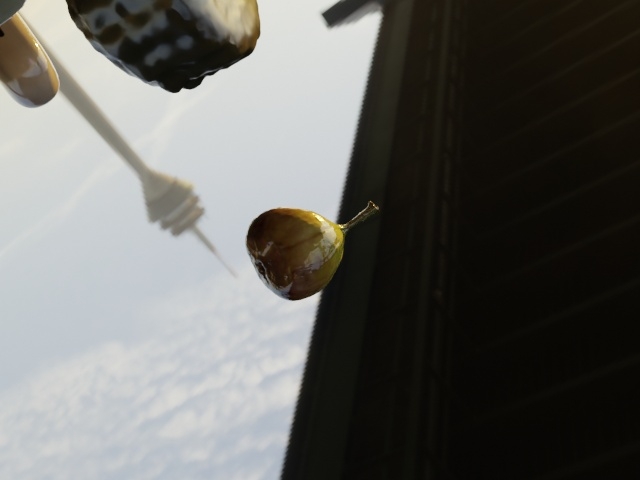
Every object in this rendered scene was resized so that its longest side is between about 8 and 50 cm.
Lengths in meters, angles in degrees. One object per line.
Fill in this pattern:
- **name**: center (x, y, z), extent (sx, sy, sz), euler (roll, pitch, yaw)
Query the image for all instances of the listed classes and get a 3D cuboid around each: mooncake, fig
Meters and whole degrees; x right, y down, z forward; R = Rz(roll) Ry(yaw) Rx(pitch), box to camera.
- **mooncake**: center (-0.156, -0.258, 0.992), extent (0.124, 0.228, 0.228), euler (-21, -151, 20)
- **fig**: center (-0.008, 0.000, 1.690), extent (0.231, 0.160, 0.143), euler (-28, 167, 4)

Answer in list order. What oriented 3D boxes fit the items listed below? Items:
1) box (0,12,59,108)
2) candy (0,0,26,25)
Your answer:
- **box**: center (-0.494, -0.303, 1.638), extent (0.088, 0.200, 0.146), euler (-34, 168, -8)
- **candy**: center (-0.447, -0.365, 1.189), extent (0.296, 0.295, 0.185), euler (-32, -164, 15)
